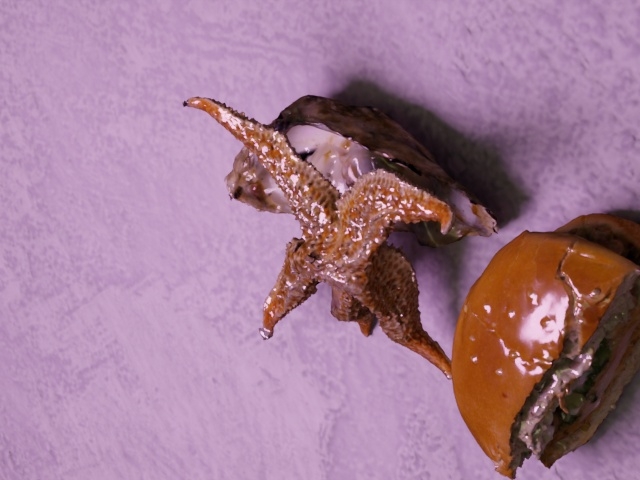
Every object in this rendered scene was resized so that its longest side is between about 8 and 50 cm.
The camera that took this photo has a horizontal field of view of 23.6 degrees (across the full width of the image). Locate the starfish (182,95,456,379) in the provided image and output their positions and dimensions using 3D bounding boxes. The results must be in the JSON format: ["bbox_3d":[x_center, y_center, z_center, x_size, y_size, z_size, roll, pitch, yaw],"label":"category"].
[{"bbox_3d":[0.006,0.023,1.464,0.301,0.084,0.293,20,145,24],"label":"starfish"}]

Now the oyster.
[{"bbox_3d":[0.044,-0.061,1.492,0.294,0.094,0.166,21,138,17],"label":"oyster"}]

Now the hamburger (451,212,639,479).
[{"bbox_3d":[0.199,0.087,1.389,0.156,0.144,0.283,44,130,25],"label":"hamburger"}]
